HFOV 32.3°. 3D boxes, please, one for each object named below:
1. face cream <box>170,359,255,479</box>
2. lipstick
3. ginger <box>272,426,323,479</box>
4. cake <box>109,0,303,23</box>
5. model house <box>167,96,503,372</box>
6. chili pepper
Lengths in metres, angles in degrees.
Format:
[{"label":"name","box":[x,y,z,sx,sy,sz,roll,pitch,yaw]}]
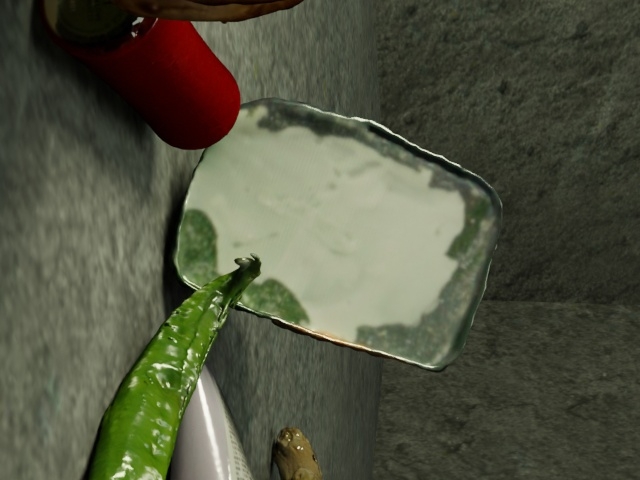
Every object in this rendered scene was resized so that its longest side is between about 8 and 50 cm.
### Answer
[{"label":"face cream","box":[-0.095,0.217,0.988,0.154,0.096,0.274,72,7,-59]},{"label":"lipstick","box":[-0.115,-0.126,0.762,0.241,0.080,0.080,47,45,-78]},{"label":"ginger","box":[-0.034,0.377,1.402,0.122,0.084,0.290,63,28,-60]},{"label":"cake","box":[-0.093,-0.233,0.528,0.196,0.199,0.293,-88,178,-46]},{"label":"model house","box":[0.000,0.000,1.075,0.301,0.271,0.190,149,-42,-81]},{"label":"chili pepper","box":[-0.120,0.142,0.791,0.085,0.076,0.359,111,-4,-45]}]
